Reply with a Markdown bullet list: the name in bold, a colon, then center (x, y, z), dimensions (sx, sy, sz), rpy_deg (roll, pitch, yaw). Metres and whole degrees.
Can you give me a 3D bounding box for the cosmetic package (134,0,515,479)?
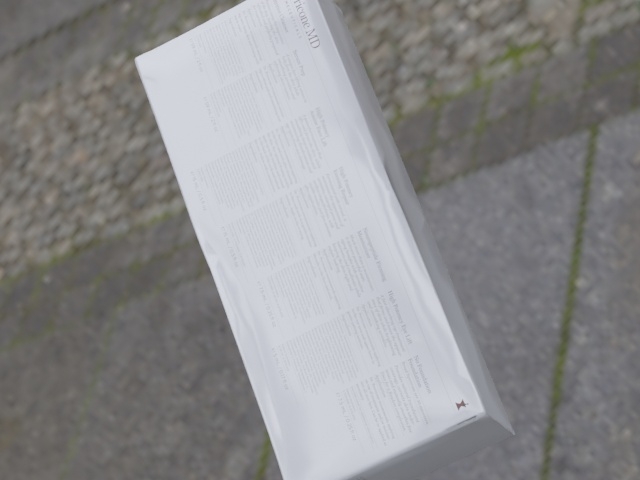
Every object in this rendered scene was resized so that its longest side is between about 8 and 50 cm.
- **cosmetic package**: center (0.000, 0.000, 0.892), dimensions (0.099, 0.060, 0.239), rpy_deg (-26, 67, 14)
